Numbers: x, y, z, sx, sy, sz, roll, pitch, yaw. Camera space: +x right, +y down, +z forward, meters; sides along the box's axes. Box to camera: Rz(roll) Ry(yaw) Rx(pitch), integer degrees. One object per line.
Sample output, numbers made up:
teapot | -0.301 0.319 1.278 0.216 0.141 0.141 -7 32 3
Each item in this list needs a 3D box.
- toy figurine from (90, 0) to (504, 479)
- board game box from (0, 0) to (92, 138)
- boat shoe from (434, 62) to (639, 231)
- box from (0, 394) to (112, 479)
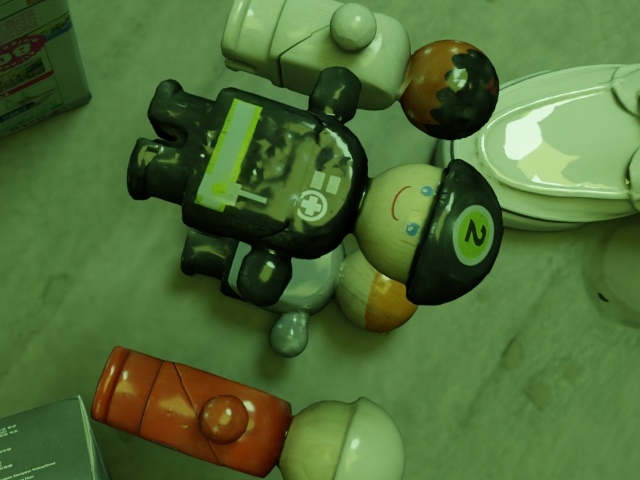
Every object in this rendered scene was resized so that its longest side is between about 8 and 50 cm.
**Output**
toy figurine | 0.000 0.000 0.579 0.148 0.209 0.213 17 123 4
board game box | -0.224 -0.091 0.530 0.224 0.303 0.097 -27 85 -11
boat shoe | 0.201 -0.058 0.687 0.267 0.088 0.096 0 82 -7
box | -0.217 0.227 0.538 0.307 0.076 0.242 -17 117 -9
